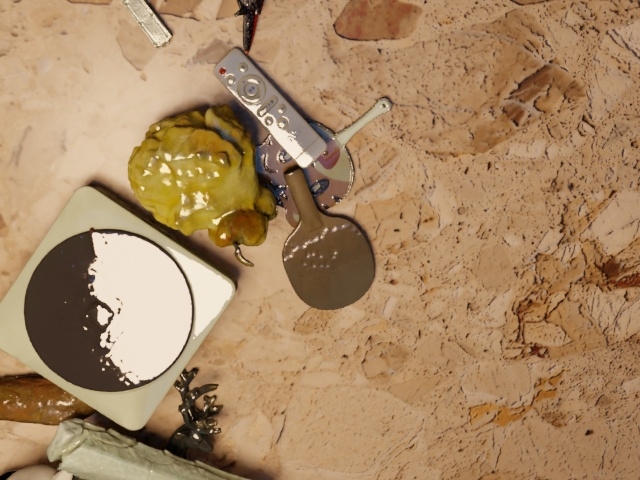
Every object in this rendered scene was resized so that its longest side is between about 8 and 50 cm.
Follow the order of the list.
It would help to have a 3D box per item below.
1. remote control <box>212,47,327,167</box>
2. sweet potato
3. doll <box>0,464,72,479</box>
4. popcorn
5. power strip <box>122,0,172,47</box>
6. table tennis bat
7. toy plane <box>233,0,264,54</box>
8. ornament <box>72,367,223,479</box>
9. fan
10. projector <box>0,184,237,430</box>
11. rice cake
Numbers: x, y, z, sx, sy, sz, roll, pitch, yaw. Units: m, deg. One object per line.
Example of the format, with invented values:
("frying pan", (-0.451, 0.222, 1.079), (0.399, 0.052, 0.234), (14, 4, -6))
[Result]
("remote control", (-0.068, -0.180, 0.962), (0.050, 0.027, 0.184), (-42, 100, 7))
("sweet potato", (-0.457, 0.229, 1.026), (0.273, 0.075, 0.075), (5, 107, -5))
("doll", (-0.433, 0.387, 1.027), (0.181, 0.110, 0.107), (-24, 87, 44))
("popcorn", (-0.154, -0.070, 0.923), (0.168, 0.173, 0.195), (-29, 114, -12))
("power strip", (-0.226, -0.289, 0.914), (0.027, 0.017, 0.083), (-35, 109, 4))
("table tennis bat", (0.000, 0.000, 1.031), (0.131, 0.022, 0.234), (-20, 114, 2))
("toy plane", (-0.090, -0.329, 0.893), (0.130, 0.061, 0.189), (18, 115, 16))
("ornament", (-0.254, 0.288, 1.066), (0.202, 0.080, 0.236), (25, 105, -17))
("fan", (0.007, -0.128, 1.000), (0.227, 0.008, 0.152), (-39, 107, 7))
("projector", (-0.287, 0.093, 0.986), (0.257, 0.079, 0.259), (35, 95, -7))
("rice cake", (-0.227, 0.341, 1.016), (0.336, 0.063, 0.066), (28, 109, -22))
